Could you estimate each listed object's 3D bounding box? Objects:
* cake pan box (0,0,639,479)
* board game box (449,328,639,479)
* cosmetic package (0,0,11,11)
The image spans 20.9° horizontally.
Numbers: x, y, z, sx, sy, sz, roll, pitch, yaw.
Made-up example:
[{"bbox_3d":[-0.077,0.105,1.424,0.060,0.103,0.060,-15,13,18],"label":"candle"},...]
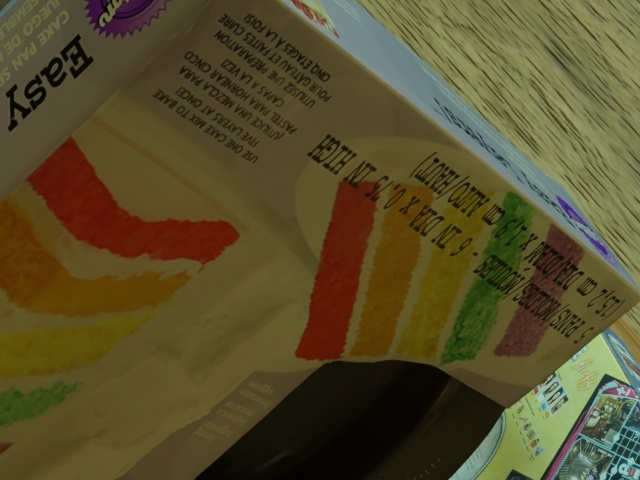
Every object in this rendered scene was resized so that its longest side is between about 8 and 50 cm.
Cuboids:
[{"bbox_3d":[-0.047,0.035,0.583,0.267,0.246,0.070,35,20,-49],"label":"cake pan box"},{"bbox_3d":[0.142,0.156,1.038,0.042,0.165,0.243,42,13,-20],"label":"board game box"},{"bbox_3d":[-0.208,-0.217,1.225,0.238,0.107,0.127,38,16,-46],"label":"cosmetic package"}]
